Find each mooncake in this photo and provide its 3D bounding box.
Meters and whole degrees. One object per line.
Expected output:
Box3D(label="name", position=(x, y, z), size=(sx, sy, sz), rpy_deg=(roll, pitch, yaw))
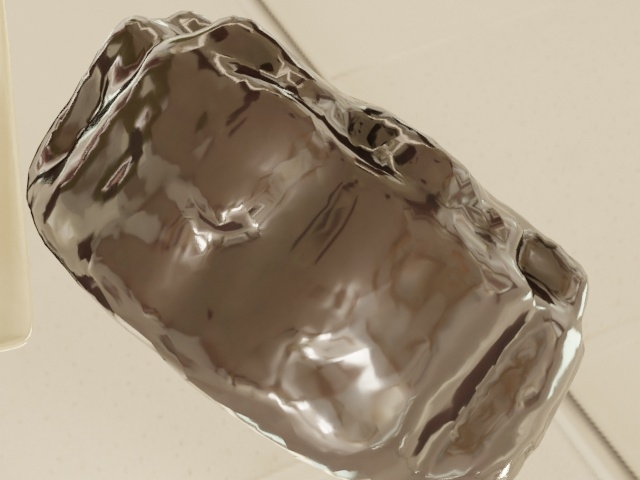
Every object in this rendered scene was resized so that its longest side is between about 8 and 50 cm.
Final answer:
Box3D(label="mooncake", position=(0.000, 0.000, 0.535), size=(0.283, 0.283, 0.141), rpy_deg=(38, -87, 33))

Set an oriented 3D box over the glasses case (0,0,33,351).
Box3D(label="glasses case", position=(-0.331, -0.066, 0.917), size=(0.076, 0.336, 0.144), rpy_deg=(-5, 180, 35))
